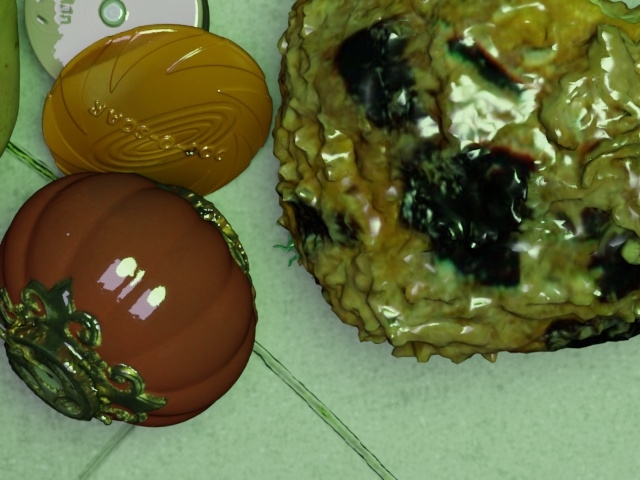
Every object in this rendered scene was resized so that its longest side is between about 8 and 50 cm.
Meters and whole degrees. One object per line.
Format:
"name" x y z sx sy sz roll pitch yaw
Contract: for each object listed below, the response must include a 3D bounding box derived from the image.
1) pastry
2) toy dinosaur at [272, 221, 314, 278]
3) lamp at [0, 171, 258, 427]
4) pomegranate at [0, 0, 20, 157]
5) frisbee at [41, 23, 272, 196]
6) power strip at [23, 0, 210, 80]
"pastry" 0.139 -0.067 1.149 0.405 0.292 0.337 24 101 14
"toy dinosaur" 0.000 0.000 1.300 0.083 0.021 0.062 -14 82 3
"lamp" -0.154 0.044 1.216 0.226 0.227 0.227 0 95 1
"pomegranate" -0.367 -0.135 1.147 0.319 0.319 0.319 0 95 1
"frisbee" -0.132 -0.093 1.231 0.192 0.035 0.192 -7 135 -7
"power strip" -0.168 -0.192 1.257 0.154 0.078 0.154 0 95 2
